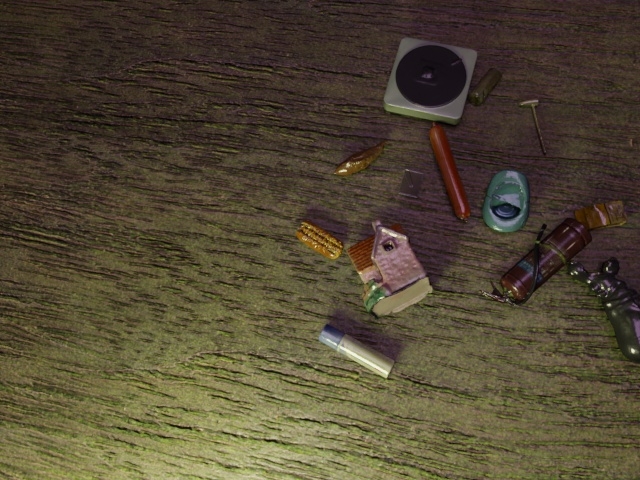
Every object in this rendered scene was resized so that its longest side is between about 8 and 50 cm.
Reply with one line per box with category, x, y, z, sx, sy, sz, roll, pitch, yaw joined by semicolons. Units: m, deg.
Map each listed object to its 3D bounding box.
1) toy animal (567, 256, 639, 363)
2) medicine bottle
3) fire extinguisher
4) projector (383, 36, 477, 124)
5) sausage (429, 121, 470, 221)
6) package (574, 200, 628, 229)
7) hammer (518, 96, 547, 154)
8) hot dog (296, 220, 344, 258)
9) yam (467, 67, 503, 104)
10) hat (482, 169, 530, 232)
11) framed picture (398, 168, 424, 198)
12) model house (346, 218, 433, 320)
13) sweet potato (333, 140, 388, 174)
toy animal;0.858;0.175;1.568;0.168;0.106;0.343;-29;67;7
medicine bottle;0.106;0.326;1.648;0.230;0.059;0.059;27;80;14
fire extinguisher;0.625;0.068;1.629;0.341;0.105;0.141;-40;56;-4
projector;0.361;-0.524;1.832;0.258;0.079;0.257;15;78;11
sausage;0.407;-0.219;1.758;0.053;0.053;0.348;-15;74;3
package;0.840;-0.073;1.664;0.131;0.047;0.071;-8;77;3
hammer;0.685;-0.364;1.776;0.060;0.028;0.195;-11;75;10
hot dog;0.000;0.000;1.757;0.165;0.045;0.071;32;79;15
yam;0.539;-0.506;1.818;0.054;0.054;0.132;37;81;15
hat;0.572;-0.119;1.701;0.138;0.078;0.191;11;95;19
framed picture;0.292;-0.184;1.788;0.066;0.007;0.089;14;77;11
model house;0.185;0.074;1.621;0.202;0.237;0.238;-27;69;7
sweet potato;0.135;-0.263;1.802;0.205;0.068;0.060;-33;98;-8
